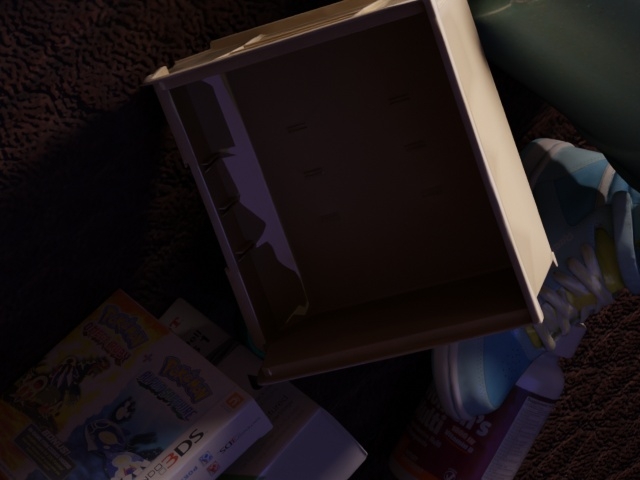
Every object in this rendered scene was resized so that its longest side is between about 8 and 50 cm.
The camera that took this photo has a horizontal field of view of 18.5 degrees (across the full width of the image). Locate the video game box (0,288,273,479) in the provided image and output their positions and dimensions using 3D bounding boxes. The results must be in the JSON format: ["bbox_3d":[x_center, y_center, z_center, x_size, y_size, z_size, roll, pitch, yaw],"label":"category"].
[{"bbox_3d":[-0.169,0.154,1.594,0.187,0.205,0.048,-42,135,-15],"label":"video game box"}]

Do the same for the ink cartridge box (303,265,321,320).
[{"bbox_3d":[0.000,0.000,1.703,0.062,0.104,0.181,5,106,-33],"label":"ink cartridge box"}]

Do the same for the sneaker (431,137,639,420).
[{"bbox_3d":[0.241,0.038,1.816,0.319,0.208,0.127,-63,143,-28],"label":"sneaker"}]

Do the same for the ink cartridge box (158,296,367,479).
[{"bbox_3d":[-0.094,0.169,1.664,0.160,0.219,0.092,-48,135,-8],"label":"ink cartridge box"}]

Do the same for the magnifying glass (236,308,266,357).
[{"bbox_3d":[0.021,0.047,1.835,0.231,0.026,0.092,-17,126,-32],"label":"magnifying glass"}]

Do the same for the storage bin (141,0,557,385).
[{"bbox_3d":[0.022,-0.048,1.537,0.262,0.260,0.123,69,22,-15],"label":"storage bin"}]

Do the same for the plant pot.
[{"bbox_3d":[0.259,-0.241,1.660,0.334,0.341,0.341,24,99,-39],"label":"plant pot"}]

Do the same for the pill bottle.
[{"bbox_3d":[0.169,0.159,1.967,0.121,0.121,0.221,19,102,-47],"label":"pill bottle"}]
